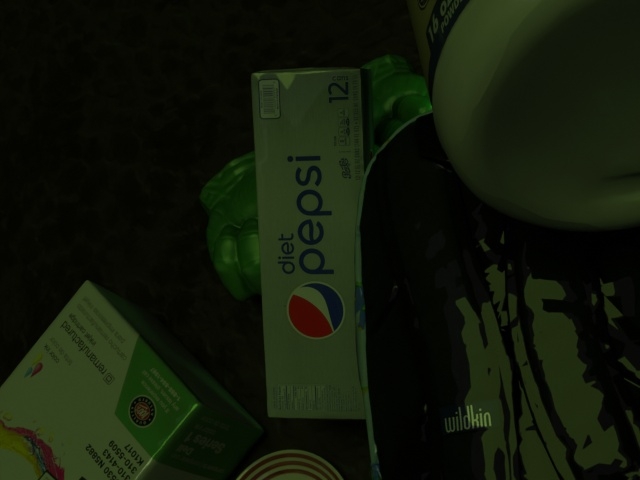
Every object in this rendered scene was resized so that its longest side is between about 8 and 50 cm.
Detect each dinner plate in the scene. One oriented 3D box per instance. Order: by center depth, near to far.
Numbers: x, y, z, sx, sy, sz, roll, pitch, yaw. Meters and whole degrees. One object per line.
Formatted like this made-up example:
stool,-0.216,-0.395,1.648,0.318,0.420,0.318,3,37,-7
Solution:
dinner plate,-0.029,0.255,0.925,0.141,0.017,0.141,-11,64,24

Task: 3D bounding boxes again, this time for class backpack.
backpack,0.156,0.057,0.787,0.290,0.273,0.355,-21,79,21

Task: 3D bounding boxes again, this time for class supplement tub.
supplement tub,0.162,-0.188,0.669,0.228,0.228,0.316,-24,47,18

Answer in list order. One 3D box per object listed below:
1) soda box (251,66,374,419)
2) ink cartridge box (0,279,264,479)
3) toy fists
soda box,0.000,0.000,0.884,0.091,0.098,0.286,-1,99,8
ink cartridge box,-0.222,0.213,0.989,0.278,0.117,0.201,-51,55,1
toy fists,0.008,-0.052,0.991,0.279,0.096,0.142,-35,59,10
